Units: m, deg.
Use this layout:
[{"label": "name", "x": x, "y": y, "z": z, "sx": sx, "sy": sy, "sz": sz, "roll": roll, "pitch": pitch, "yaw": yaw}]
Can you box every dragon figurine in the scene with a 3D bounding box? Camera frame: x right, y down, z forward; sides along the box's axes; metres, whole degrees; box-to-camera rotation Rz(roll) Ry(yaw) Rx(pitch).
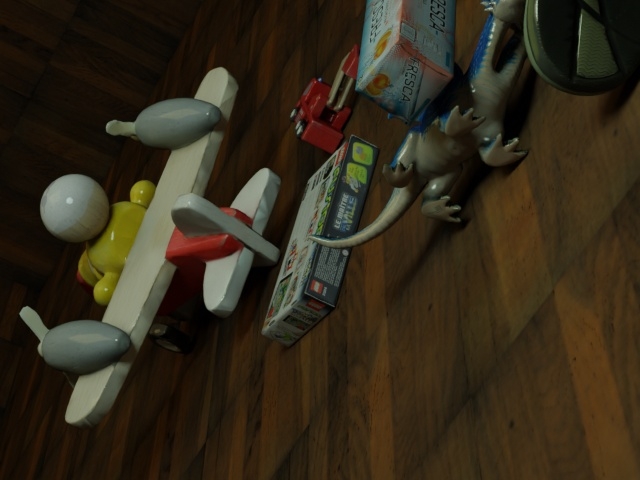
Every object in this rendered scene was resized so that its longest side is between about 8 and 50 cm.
[{"label": "dragon figurine", "x": 0.108, "y": -0.098, "z": 1.335, "sx": 0.289, "sy": 0.085, "sz": 0.144, "roll": -47, "pitch": 19, "yaw": 37}]

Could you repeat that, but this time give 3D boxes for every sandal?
[{"label": "sandal", "x": 0.214, "y": -0.244, "z": 1.175, "sx": 0.086, "sy": 0.120, "sz": 0.303, "roll": 116, "pitch": 176, "yaw": -75}]

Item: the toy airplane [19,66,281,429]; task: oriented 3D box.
[{"label": "toy airplane", "x": -0.217, "y": -0.001, "z": 1.947, "sx": 0.384, "sy": 0.272, "sz": 0.386, "roll": -57, "pitch": 15, "yaw": 23}]

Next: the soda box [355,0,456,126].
[{"label": "soda box", "x": 0.074, "y": -0.176, "z": 1.313, "sx": 0.063, "sy": 0.058, "sz": 0.183, "roll": -48, "pitch": 19, "yaw": 32}]

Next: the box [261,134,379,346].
[{"label": "box", "x": 0.000, "y": 0.000, "z": 1.652, "sx": 0.114, "sy": 0.036, "sz": 0.207, "roll": -43, "pitch": 25, "yaw": 54}]

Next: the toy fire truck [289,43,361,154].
[{"label": "toy fire truck", "x": 0.021, "y": -0.175, "z": 1.859, "sx": 0.135, "sy": 0.047, "sz": 0.192, "roll": -60, "pitch": 14, "yaw": 13}]
